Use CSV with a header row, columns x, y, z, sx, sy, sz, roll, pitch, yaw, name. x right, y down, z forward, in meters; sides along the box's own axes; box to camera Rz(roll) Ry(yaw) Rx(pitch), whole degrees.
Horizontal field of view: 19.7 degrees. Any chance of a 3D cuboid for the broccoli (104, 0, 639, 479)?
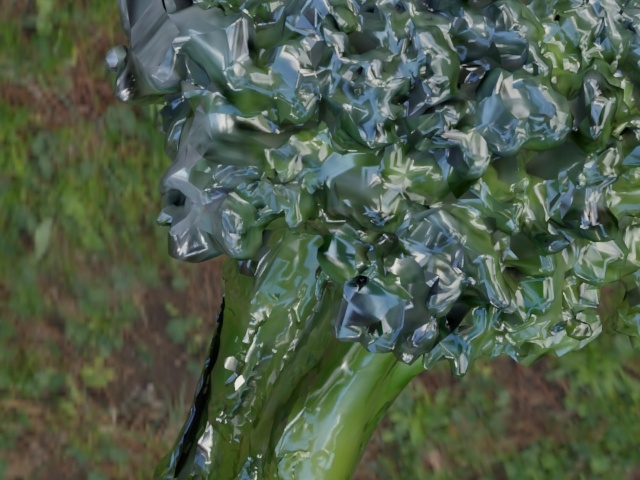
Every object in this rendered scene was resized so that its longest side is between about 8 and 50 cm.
x,y,z,sx,sy,sz,roll,pitch,yaw,name
-0.005,-0.019,0.576,0.177,0.198,0.275,-5,153,-33,broccoli
